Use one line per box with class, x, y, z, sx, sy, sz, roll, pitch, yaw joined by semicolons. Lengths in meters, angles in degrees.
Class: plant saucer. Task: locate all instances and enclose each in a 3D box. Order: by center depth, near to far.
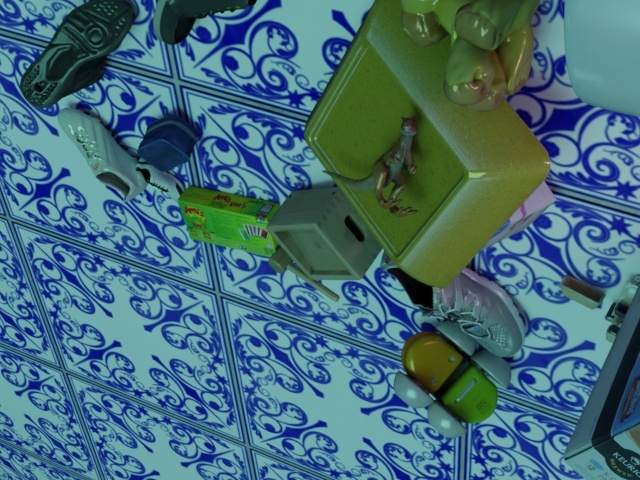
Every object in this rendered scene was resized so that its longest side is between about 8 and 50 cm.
plant saucer;0.107;-0.124;1.546;0.332;0.081;0.332;54;146;15

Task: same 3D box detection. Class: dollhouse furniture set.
dollhouse furniture set;0.397;0.074;1.654;0.114;0.091;0.081;28;127;15

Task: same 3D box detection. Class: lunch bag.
lunch bag;-0.248;-0.161;1.898;0.098;0.065;0.067;-16;136;45

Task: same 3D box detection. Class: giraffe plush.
giraffe plush;0.159;-0.273;1.364;0.171;0.181;0.210;25;101;25

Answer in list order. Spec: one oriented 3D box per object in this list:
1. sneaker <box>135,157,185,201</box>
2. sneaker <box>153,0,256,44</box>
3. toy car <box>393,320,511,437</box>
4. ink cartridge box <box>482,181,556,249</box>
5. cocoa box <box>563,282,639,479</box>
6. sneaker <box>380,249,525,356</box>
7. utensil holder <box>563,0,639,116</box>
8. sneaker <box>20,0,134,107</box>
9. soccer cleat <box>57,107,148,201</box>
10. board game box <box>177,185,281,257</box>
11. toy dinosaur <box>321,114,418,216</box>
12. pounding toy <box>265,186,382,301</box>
sneaker;-0.277;-0.102;2.002;0.040;0.043;0.109;-22;118;46
sneaker;-0.155;-0.331;1.624;0.118;0.083;0.222;34;142;2
toy car;0.209;0.222;1.918;0.182;0.159;0.136;42;177;-9
ink cartridge box;0.249;-0.036;1.595;0.052;0.122;0.088;57;147;12
cocoa box;0.505;0.179;1.451;0.231;0.347;0.228;40;142;-5
sneaker;0.193;0.093;1.791;0.281;0.115;0.105;42;143;-9
utensil holder;0.458;-0.233;1.065;0.386;0.327;0.327;15;139;28
sneaker;-0.365;-0.305;1.827;0.087;0.130;0.227;45;115;-5
soccer cleat;-0.379;-0.149;2.000;0.196;0.076;0.068;42;143;-8
board game box;-0.148;-0.032;1.978;0.181;0.043;0.092;12;137;27
toy dinosaur;0.083;-0.084;1.497;0.064;0.112;0.211;5;154;-28
pounding toy;0.002;0.007;1.873;0.206;0.094;0.181;-2;135;51
